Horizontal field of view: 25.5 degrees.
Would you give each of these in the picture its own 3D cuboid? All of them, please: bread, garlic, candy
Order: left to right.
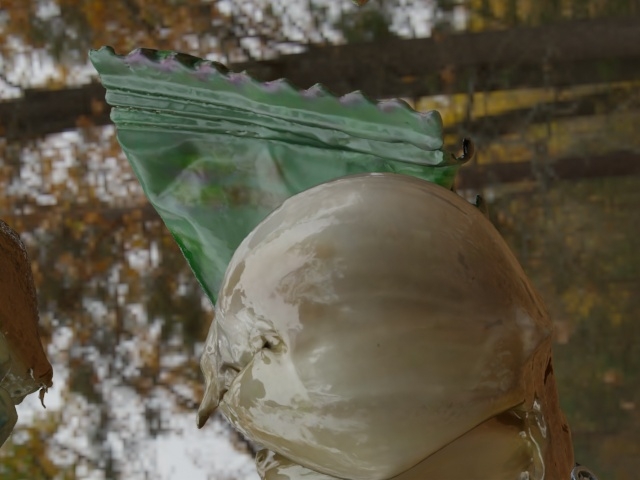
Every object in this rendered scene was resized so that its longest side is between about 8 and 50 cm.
[{"bbox_3d":[-0.459,0.065,1.681,0.279,0.224,0.250,81,172,-55],"label":"bread"},{"bbox_3d":[-0.002,0.005,1.059,0.398,0.262,0.172,69,-154,-56],"label":"candy"},{"bbox_3d":[0.031,0.076,0.793,0.281,0.203,0.185,68,-170,-47],"label":"garlic"}]

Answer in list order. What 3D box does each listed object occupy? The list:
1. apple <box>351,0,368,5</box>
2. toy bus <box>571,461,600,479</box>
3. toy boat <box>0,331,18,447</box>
[{"bbox_3d":[0.006,-0.379,1.601,0.207,0.188,0.174,-12,-51,-55],"label":"apple"},{"bbox_3d":[0.200,0.294,1.423,0.097,0.342,0.138,-51,37,33],"label":"toy bus"},{"bbox_3d":[-0.440,0.221,1.414,0.330,0.123,0.215,-51,-14,-32],"label":"toy boat"}]
